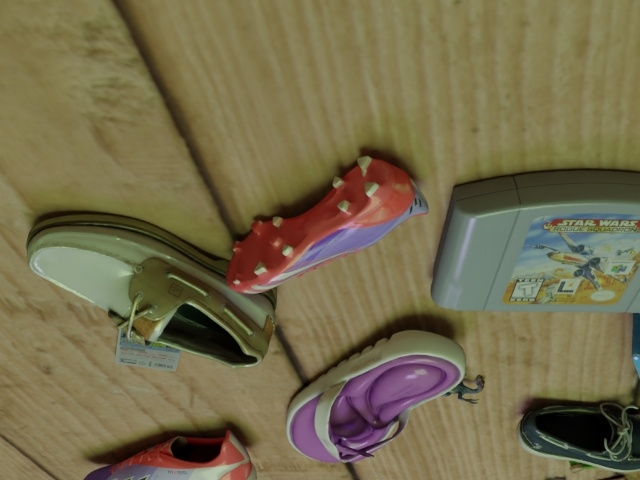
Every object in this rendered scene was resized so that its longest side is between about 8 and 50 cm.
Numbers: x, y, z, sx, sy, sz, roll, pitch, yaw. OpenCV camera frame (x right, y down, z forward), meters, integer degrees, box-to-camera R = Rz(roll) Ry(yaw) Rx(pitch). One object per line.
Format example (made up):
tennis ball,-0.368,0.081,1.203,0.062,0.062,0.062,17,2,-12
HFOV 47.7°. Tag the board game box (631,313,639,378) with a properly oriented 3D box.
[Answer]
board game box,0.590,0.199,0.926,0.302,0.086,0.308,-8,131,32

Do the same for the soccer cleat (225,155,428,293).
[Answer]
soccer cleat,0.000,0.000,0.785,0.248,0.083,0.095,-34,134,29

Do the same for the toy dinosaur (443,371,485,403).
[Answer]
toy dinosaur,0.201,0.214,1.082,0.082,0.047,0.090,15,171,-31

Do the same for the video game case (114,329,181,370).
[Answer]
video game case,-0.233,0.139,0.991,0.087,0.011,0.122,10,138,-12

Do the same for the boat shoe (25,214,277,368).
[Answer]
boat shoe,-0.187,0.062,0.830,0.302,0.103,0.113,18,135,-21

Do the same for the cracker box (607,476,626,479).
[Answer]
cracker box,0.510,0.546,1.438,0.232,0.067,0.155,-19,137,21

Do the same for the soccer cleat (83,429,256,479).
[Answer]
soccer cleat,-0.269,0.382,1.222,0.318,0.108,0.116,-9,117,13

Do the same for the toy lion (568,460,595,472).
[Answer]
toy lion,0.498,0.377,1.272,0.096,0.034,0.100,14,138,-28

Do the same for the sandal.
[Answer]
sandal,0.057,0.260,1.060,0.169,0.102,0.416,19,138,-13

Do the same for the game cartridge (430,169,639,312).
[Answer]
game cartridge,0.285,0.007,0.817,0.297,0.062,0.198,1,144,-2

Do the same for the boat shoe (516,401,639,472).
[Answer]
boat shoe,0.441,0.302,1.136,0.255,0.095,0.079,10,150,1
